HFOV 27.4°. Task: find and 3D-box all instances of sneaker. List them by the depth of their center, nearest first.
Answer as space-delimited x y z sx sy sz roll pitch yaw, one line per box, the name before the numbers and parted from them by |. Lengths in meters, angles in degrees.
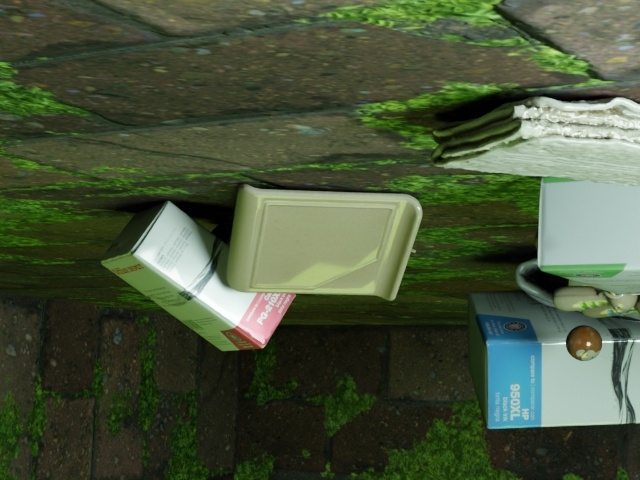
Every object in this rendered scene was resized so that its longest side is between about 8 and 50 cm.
sneaker | 0.472 0.072 2.133 0.330 0.122 0.146 -3 173 32

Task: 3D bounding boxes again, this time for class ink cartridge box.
ink cartridge box | 0.407 -0.005 1.575 0.201 0.117 0.278 -2 171 32
ink cartridge box | -0.181 0.055 1.910 0.237 0.100 0.172 37 160 -17
ink cartridge box | 0.466 0.196 2.274 0.395 0.166 0.285 -2 -165 1

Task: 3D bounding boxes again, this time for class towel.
towel | 0.260 -0.091 1.231 0.282 0.049 0.187 4 174 -24

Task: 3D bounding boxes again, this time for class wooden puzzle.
wooden puzzle | 0.000 0.000 1.751 0.239 0.044 0.221 5 142 -6

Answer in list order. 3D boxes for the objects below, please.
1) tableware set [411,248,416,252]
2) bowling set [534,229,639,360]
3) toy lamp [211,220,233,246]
tableware set | 0.046 -0.002 2.016 0.194 0.039 0.128 3 173 -7
bowling set | 0.445 0.078 1.945 0.154 0.200 0.287 -5 174 37
toy lamp | -0.105 -0.001 1.928 0.080 0.080 0.275 5 172 -23
